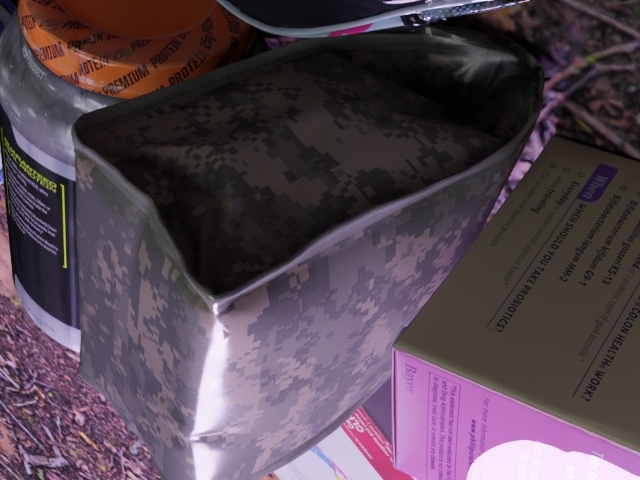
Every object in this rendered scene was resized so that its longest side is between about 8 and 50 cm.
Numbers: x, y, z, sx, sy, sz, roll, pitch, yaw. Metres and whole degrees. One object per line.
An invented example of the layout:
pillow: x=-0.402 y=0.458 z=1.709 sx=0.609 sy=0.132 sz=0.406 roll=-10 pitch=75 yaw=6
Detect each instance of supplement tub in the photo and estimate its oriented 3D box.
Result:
supplement tub: x=-0.139 y=-0.066 z=0.811 sx=0.194 sy=0.193 sz=0.316 roll=32 pitch=143 yaw=13

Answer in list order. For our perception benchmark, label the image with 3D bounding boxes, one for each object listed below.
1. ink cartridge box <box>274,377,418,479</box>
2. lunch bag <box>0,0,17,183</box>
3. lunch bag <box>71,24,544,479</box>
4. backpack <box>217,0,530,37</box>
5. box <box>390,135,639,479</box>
ink cartridge box: x=0.043 y=0.145 z=0.912 sx=0.127 sy=0.128 sz=0.176 roll=52 pitch=142 yaw=-13
lunch bag: x=-0.322 y=-0.163 z=0.966 sx=0.219 sy=0.090 sz=0.176 roll=46 pitch=144 yaw=-5
lunch bag: x=0.000 y=0.000 z=0.693 sx=0.169 sy=0.287 sz=0.235 roll=48 pitch=147 yaw=28
backpack: x=0.027 y=-0.218 z=0.508 sx=0.253 sy=0.191 sz=0.225 roll=-9 pitch=118 yaw=38
box: x=0.197 y=0.074 z=0.629 sx=0.243 sy=0.213 sz=0.117 roll=21 pitch=138 yaw=25
